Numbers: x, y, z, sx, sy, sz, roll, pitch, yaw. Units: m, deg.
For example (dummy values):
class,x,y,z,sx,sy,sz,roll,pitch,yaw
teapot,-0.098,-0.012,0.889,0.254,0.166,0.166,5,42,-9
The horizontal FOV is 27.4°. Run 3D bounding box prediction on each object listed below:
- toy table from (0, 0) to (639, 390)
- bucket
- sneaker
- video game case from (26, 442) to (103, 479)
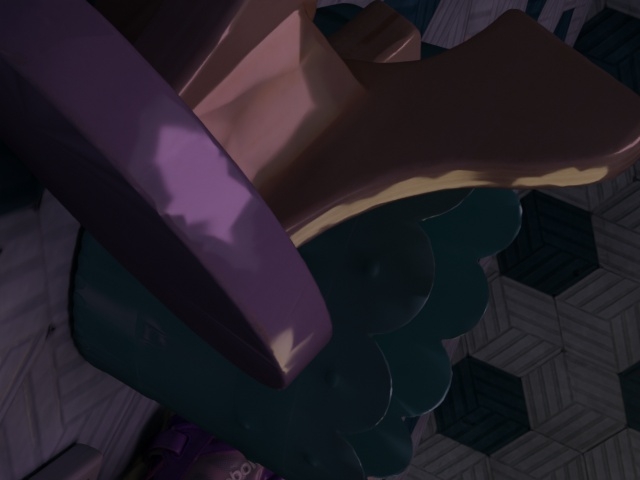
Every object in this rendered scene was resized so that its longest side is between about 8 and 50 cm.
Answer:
class,x,y,z,sx,sy,sz,roll,pitch,yaw
toy table,-0.023,-0.063,0.487,0.161,0.252,0.274,-47,174,-12
bucket,0.000,0.000,0.752,0.281,0.183,0.281,-59,165,-26
sneaker,-0.096,0.179,0.903,0.236,0.104,0.095,-32,-174,-33
video game case,-0.194,0.220,0.726,0.190,0.022,0.173,-34,145,-67
